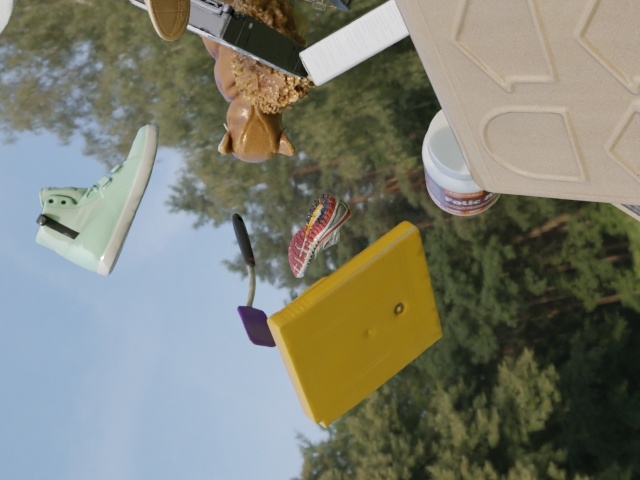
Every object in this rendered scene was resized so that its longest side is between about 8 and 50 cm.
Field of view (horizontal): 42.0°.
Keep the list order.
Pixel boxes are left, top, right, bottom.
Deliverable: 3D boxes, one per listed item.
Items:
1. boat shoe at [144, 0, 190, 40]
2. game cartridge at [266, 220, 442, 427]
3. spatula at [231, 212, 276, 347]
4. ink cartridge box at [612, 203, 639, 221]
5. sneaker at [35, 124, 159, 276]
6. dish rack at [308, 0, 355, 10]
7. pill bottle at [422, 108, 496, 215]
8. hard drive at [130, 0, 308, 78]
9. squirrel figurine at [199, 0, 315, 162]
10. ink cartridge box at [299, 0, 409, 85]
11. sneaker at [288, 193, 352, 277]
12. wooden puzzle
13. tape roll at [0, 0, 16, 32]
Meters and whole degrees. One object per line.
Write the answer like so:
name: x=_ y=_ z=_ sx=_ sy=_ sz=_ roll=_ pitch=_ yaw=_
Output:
boat shoe: x=-0.221 y=-0.360 z=1.138 sx=0.063 sy=0.059 sz=0.170 roll=-17 pitch=-69 yaw=-27
game cartridge: x=0.074 y=0.158 z=1.521 sx=0.052 sy=0.323 sz=0.285 roll=34 pitch=150 yaw=47
spatula: x=-0.138 y=0.075 z=1.633 sx=0.084 sy=0.030 sz=0.296 roll=18 pitch=-129 yaw=-47
ink cartridge box: x=0.488 y=-0.097 z=1.124 sx=0.193 sy=0.088 sz=0.235 roll=33 pitch=-139 yaw=2
sneaker: x=-0.353 y=-0.088 z=1.308 sx=0.094 sy=0.151 sz=0.256 roll=151 pitch=140 yaw=-75
dish rack: x=-0.075 y=-0.462 z=1.418 sx=0.208 sy=0.271 sz=0.074 roll=0 pitch=-74 yaw=-75
pill bottle: x=0.380 y=-0.211 z=2.180 sx=0.392 sy=0.224 sz=0.224 roll=49 pitch=-150 yaw=-76
hard drive: x=-0.175 y=-0.380 z=1.472 sx=0.064 sy=0.237 sz=0.339 roll=-65 pitch=-20 yaw=8
squirrel figurine: x=-0.151 y=-0.379 z=1.973 sx=0.397 sy=0.281 sz=0.370 roll=167 pitch=107 yaw=-75
ink cartridge box: x=0.152 y=-0.352 z=1.239 sx=0.072 sy=0.307 sz=0.303 roll=59 pitch=-151 yaw=-9
sneaker: x=0.000 y=0.000 z=1.936 sx=0.092 sy=0.225 sz=0.088 roll=14 pitch=-148 yaw=-33
wooden puzzle: x=0.257 y=-0.160 z=0.813 sx=0.080 sy=0.348 sz=0.322 roll=-56 pitch=-44 yaw=-23
tape roll: x=-0.594 y=-0.422 z=1.244 sx=0.286 sy=0.286 sz=0.100 roll=54 pitch=-152 yaw=-45
